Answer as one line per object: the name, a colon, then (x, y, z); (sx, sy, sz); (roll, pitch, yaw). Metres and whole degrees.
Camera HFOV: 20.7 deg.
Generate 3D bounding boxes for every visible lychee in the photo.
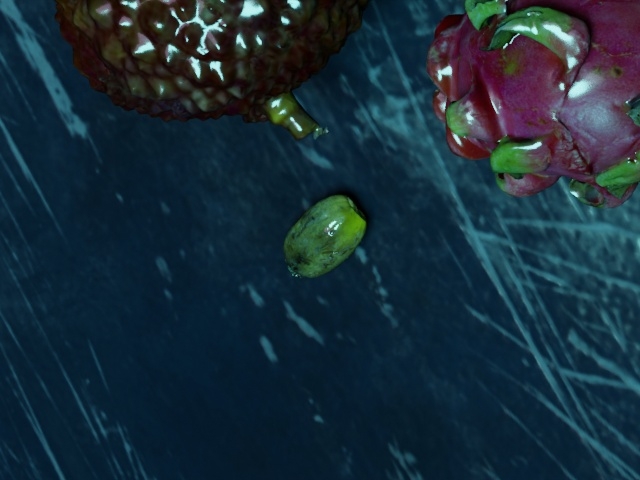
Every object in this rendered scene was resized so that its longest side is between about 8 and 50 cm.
lychee: (-0.084, -0.205, 1.359); (0.264, 0.264, 0.300); (-25, 95, 31)

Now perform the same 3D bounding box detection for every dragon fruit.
dragon fruit: (0.214, -0.131, 1.279); (0.273, 0.198, 0.218); (1, 94, 2)

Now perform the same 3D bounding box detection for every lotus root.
lotus root: (0.000, 0.000, 1.496); (0.054, 0.049, 0.099); (50, 126, 4)
